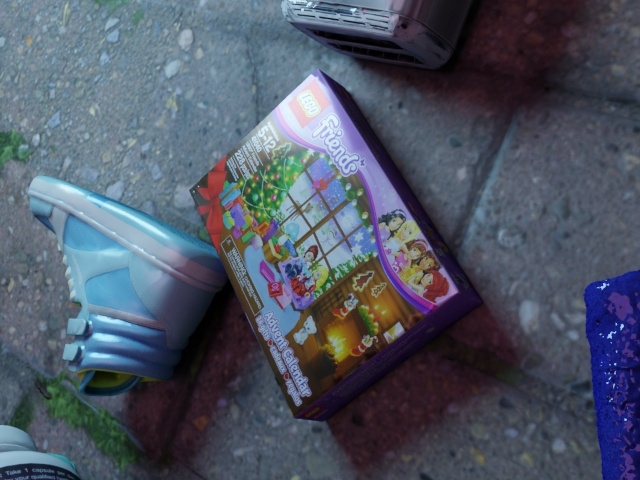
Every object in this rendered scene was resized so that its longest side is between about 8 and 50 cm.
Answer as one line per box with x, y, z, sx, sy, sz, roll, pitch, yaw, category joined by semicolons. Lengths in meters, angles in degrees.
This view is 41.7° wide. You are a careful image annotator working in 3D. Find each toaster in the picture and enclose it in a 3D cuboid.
0.067;-0.257;0.818;0.227;0.129;0.146;19;92;35;toaster

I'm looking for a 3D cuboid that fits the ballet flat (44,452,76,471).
-0.324;0.365;0.941;0.083;0.087;0.247;-16;69;30;ballet flat

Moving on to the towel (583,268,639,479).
0.291;0.172;0.543;0.228;0.076;0.308;0;74;2;towel

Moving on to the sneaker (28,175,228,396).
-0.262;0.055;0.961;0.319;0.127;0.208;23;90;38;sneaker

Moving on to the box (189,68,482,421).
0.000;0.000;0.834;0.201;0.057;0.293;-40;58;19;box

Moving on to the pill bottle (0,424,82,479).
-0.278;0.325;0.777;0.181;0.181;0.323;-54;46;11;pill bottle
